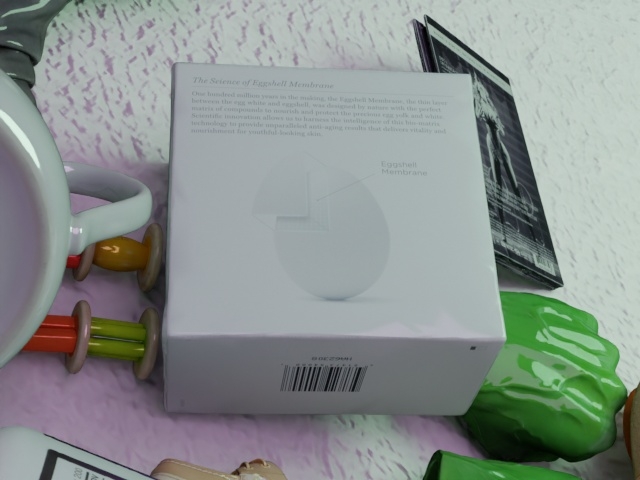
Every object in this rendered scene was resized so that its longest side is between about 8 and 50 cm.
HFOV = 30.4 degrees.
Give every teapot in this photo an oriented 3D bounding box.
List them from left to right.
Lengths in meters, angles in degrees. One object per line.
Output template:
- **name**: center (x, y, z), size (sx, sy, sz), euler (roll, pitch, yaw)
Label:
- **teapot**: center (-0.271, -0.028, 0.718), size (0.252, 0.187, 0.256), euler (-39, 116, -1)

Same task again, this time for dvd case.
- **dvd case**: center (0.148, -0.075, 1.039), size (0.164, 0.018, 0.221), euler (22, 51, -52)

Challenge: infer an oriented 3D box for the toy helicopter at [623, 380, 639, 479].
- **toy helicopter**: center (0.304, 0.269, 0.897), size (0.235, 0.140, 0.355), euler (-2, 80, -52)

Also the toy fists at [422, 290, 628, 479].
- **toy fists**: center (0.155, 0.169, 0.914), size (0.142, 0.096, 0.279), euler (17, 58, -3)

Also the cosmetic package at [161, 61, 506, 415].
- **cosmetic package**: center (0.000, 0.000, 0.858), size (0.224, 0.138, 0.225), euler (2, 60, -6)

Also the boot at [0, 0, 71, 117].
- **boot**: center (-0.225, -0.165, 0.901), size (0.338, 0.118, 0.223), euler (-5, 69, -17)

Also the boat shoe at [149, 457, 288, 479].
- **boat shoe**: center (-0.044, 0.184, 0.828), size (0.170, 0.063, 0.059), euler (28, 52, -22)

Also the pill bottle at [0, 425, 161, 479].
- **pill bottle**: center (-0.130, 0.224, 0.686), size (0.323, 0.181, 0.181), euler (25, 56, -13)

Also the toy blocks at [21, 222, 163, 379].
- **toy blocks**: center (-0.190, 0.033, 0.835), size (0.148, 0.054, 0.123), euler (10, 61, -21)
